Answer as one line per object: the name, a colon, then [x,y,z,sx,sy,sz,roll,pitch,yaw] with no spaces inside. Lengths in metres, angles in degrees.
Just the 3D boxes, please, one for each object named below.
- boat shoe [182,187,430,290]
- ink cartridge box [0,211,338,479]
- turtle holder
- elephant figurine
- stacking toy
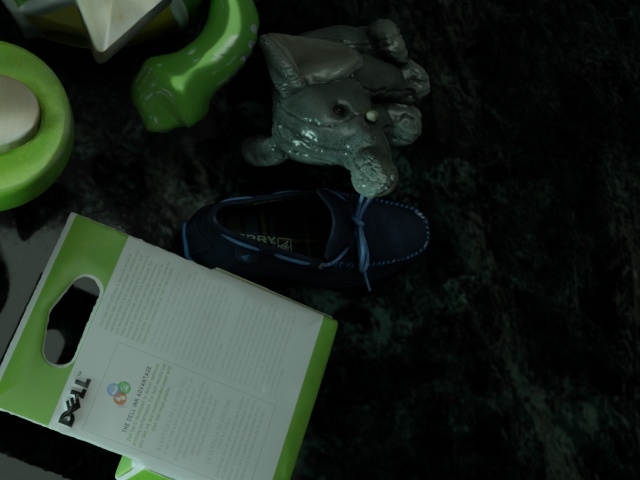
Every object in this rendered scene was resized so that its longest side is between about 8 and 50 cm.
boat shoe: [0.000,0.000,1.015,0.258,0.089,0.109,-8,74,-26]
ink cartridge box: [-0.136,0.114,0.910,0.255,0.097,0.188,24,63,-12]
turtle holder: [-0.194,-0.272,0.974,0.227,0.243,0.320,-32,117,-9]
elephant figurine: [0.000,-0.127,0.989,0.239,0.186,0.169,-40,109,-58]
stacking toy: [-0.271,-0.187,0.737,0.279,0.130,0.309,32,69,-1]
